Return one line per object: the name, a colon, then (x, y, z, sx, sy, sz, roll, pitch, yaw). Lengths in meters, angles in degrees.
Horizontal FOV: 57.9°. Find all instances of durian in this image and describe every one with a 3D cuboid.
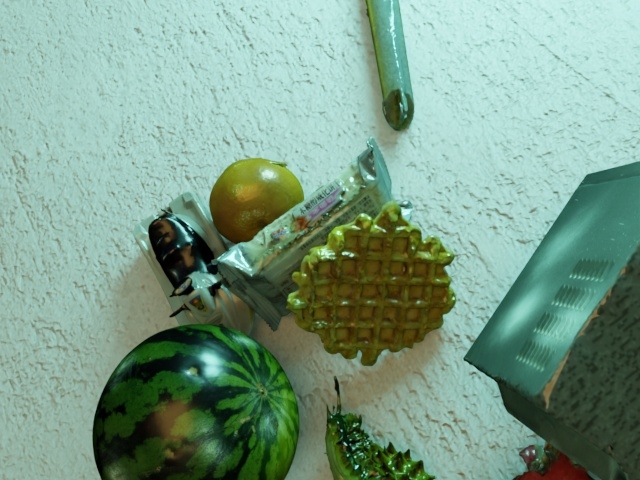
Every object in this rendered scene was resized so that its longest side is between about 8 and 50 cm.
durian: (0.095, 0.372, 0.816, 0.132, 0.107, 0.375, -52, 50, 38)

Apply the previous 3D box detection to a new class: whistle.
whistle: (0.114, -0.347, 0.981, 0.057, 0.068, 0.326, -7, 77, 1)

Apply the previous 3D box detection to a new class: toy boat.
toy boat: (-0.206, 0.049, 0.939, 0.141, 0.141, 0.269, -33, 62, 4)

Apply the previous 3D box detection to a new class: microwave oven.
microwave oven: (0.448, 0.159, 0.667, 0.432, 0.236, 0.374, 34, 89, -2)

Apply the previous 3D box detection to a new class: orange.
orange: (-0.102, -0.062, 0.934, 0.155, 0.154, 0.134, -26, 35, 6)

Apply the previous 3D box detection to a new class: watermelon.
watermelon: (-0.168, 0.262, 0.806, 0.285, 0.285, 0.285, -2, 79, 11)

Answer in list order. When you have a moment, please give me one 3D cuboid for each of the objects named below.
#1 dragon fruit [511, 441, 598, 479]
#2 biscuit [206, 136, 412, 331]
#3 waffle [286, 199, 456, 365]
dragon fruit: (0.310, 0.378, 0.778, 0.262, 0.134, 0.211, 15, 70, -1)
biscuit: (-0.003, -0.002, 0.884, 0.309, 0.186, 0.079, -37, 44, 3)
waffle: (0.085, 0.074, 0.849, 0.243, 0.059, 0.238, -38, 112, 5)
